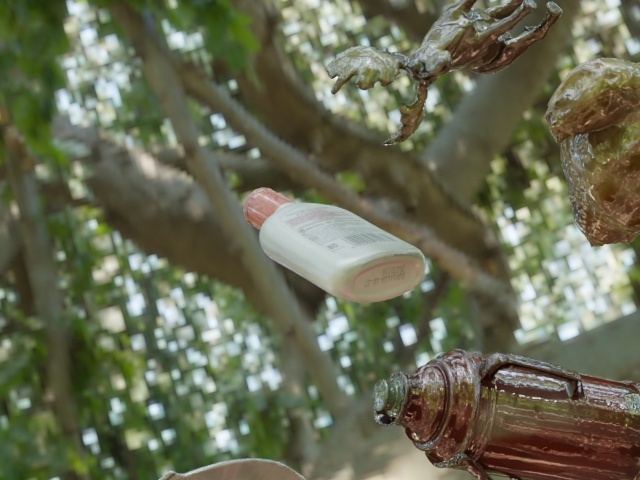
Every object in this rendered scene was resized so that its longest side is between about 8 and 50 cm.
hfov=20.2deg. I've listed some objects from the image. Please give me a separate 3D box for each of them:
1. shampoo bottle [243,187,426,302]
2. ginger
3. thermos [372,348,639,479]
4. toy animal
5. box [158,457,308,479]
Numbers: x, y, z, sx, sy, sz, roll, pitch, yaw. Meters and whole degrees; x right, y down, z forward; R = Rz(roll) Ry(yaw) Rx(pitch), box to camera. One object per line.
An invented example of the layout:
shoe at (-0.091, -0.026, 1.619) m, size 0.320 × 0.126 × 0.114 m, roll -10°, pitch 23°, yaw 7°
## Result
shampoo bottle at (0.000, 0.000, 1.704) m, size 0.108 × 0.221 × 0.051 m, roll -12°, pitch -66°, yaw -31°
ginger at (0.372, -0.076, 1.792) m, size 0.375 × 0.176 × 0.256 m, roll 16°, pitch -57°, yaw -32°
thermos at (0.147, 0.132, 1.356) m, size 0.232 × 0.099 × 0.124 m, roll 14°, pitch -45°, yaw -24°
toy animal at (0.119, -0.169, 1.621) m, size 0.186 × 0.094 × 0.214 m, roll -39°, pitch -14°, yaw 26°
box at (-0.063, 0.360, 1.676) m, size 0.291 × 0.206 × 0.262 m, roll -6°, pitch -44°, yaw -32°
